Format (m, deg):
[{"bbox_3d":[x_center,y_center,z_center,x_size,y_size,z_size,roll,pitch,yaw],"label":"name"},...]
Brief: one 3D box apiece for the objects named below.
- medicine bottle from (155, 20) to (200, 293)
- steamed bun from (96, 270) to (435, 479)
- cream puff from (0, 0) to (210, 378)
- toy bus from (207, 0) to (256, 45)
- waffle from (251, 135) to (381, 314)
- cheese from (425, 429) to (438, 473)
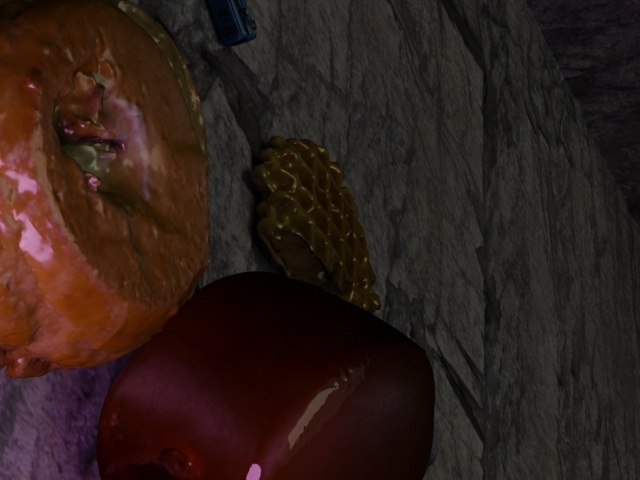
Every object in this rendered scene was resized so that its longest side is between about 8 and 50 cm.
[{"bbox_3d":[-0.191,-0.070,1.715,0.133,0.133,0.274,16,60,-67],"label":"medicine bottle"},{"bbox_3d":[-0.032,0.167,1.720,0.379,0.235,0.248,22,92,-64],"label":"steamed bun"},{"bbox_3d":[-0.243,-0.051,1.428,0.327,0.231,0.343,54,35,-34],"label":"cream puff"},{"bbox_3d":[-0.112,-0.283,2.205,0.046,0.038,0.083,-34,106,-64],"label":"toy bus"},{"bbox_3d":[0.001,-0.001,2.269,0.309,0.065,0.283,-15,90,-69],"label":"waffle"},{"bbox_3d":[0.115,0.256,2.417,0.191,0.042,0.105,46,34,-52],"label":"cheese"}]
